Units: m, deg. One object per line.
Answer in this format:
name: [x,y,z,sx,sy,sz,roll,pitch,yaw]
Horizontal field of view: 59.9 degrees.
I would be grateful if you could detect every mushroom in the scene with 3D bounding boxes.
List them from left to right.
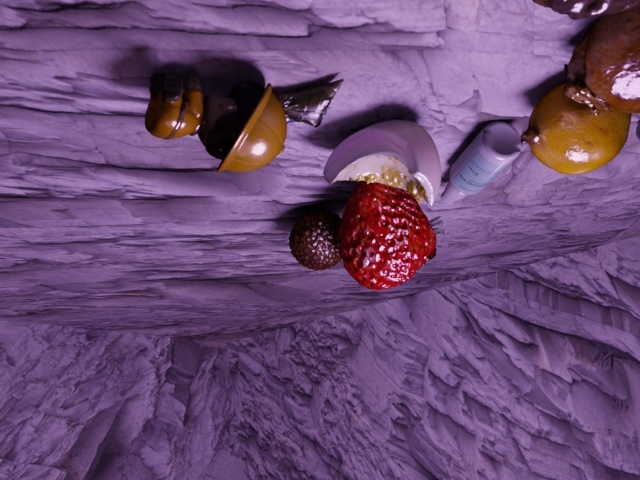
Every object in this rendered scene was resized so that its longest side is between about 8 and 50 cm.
mushroom: [0.592,-0.340,1.021,0.263,0.195,0.283,-6,162,-32]

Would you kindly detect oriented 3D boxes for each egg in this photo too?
egg: [0.160,-0.198,1.266,0.271,0.161,0.206,18,-156,15]

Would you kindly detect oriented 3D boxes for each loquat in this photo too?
loquat: [0.561,-0.254,1.256,0.246,0.213,0.213,-11,162,-10]

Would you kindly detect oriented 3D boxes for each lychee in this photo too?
lychee: [0.000,0.000,1.726,0.200,0.200,0.238,-16,155,16]

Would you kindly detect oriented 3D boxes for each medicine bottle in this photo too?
medicine bottle: [0.414,-0.187,1.512,0.110,0.110,0.352,-7,161,-12]

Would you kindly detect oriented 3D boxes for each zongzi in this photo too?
zongzi: [-0.028,-0.284,1.082,0.109,0.055,0.119,13,134,-24]

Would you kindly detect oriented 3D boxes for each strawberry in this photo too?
strawberry: [0.168,-0.023,1.577,0.292,0.310,0.292,-38,-178,2]

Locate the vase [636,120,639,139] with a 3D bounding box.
vase: [0.988,-0.296,1.537,0.237,0.115,0.115,1,159,-25]

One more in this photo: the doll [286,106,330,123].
doll: [-0.040,-0.265,1.157,0.125,0.027,0.037,-14,163,1]

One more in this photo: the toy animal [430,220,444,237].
toy animal: [0.380,-0.024,2.033,0.255,0.089,0.170,11,156,-43]

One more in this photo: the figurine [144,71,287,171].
figurine: [-0.185,-0.211,1.015,0.257,0.167,0.192,2,172,-27]

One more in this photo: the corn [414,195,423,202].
corn: [0.270,-0.136,1.656,0.067,0.067,0.206,1,160,-31]

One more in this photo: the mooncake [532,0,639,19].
mooncake: [0.378,-0.422,0.663,0.324,0.187,0.324,-12,161,-4]
